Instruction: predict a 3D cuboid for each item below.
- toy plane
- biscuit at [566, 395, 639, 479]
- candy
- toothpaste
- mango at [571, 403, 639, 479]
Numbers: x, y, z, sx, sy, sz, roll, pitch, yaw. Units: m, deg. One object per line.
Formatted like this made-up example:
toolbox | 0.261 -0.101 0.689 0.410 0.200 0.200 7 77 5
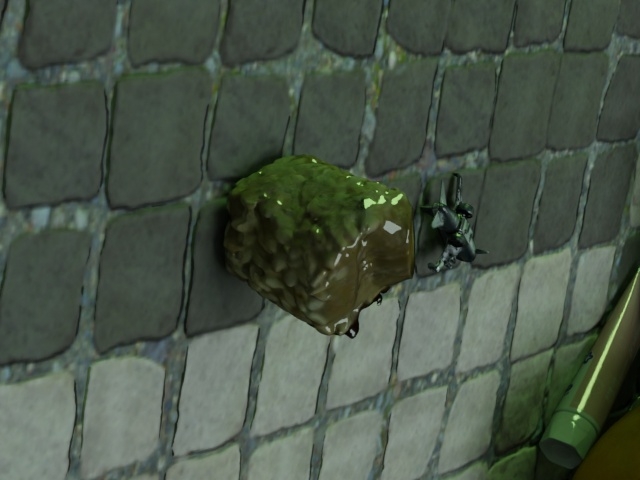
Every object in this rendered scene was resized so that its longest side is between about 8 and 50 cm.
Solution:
toy plane | 0.096 -0.006 1.326 0.083 0.031 0.079 49 51 -49
biscuit | 0.291 0.204 1.700 0.250 0.032 0.133 -41 136 -36
candy | 0.000 0.000 1.121 0.095 0.110 0.085 -36 142 -28
toothpaste | 0.243 0.108 1.587 0.194 0.042 0.067 -55 141 -34
mango | 0.365 0.224 1.563 0.445 0.232 0.300 11 126 -50
